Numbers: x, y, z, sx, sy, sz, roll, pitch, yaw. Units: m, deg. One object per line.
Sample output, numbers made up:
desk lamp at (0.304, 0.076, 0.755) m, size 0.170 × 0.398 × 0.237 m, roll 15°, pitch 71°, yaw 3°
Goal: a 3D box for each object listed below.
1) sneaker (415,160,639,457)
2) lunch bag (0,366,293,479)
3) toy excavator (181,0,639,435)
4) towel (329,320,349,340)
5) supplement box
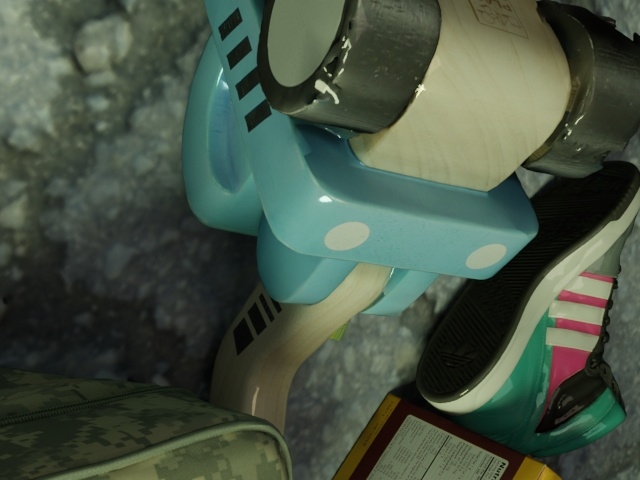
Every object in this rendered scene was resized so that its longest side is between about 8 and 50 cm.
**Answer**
sneaker at (0.230, 0.082, 0.842) m, size 0.295 × 0.124 × 0.178 m, roll -49°, pitch 119°, yaw -17°
lunch bag at (-0.169, 0.230, 0.537) m, size 0.213 × 0.256 × 0.305 m, roll -7°, pitch 101°, yaw -42°
toy excavator at (0.000, 0.000, 0.641) m, size 0.222 × 0.445 × 0.432 m, roll 7°, pitch 50°, yaw -32°
towel at (0.009, 0.039, 0.763) m, size 0.060 × 0.009 × 0.083 m, roll 20°, pitch 87°, yaw -34°
supplement box at (0.137, 0.253, 0.768) m, size 0.191 × 0.194 × 0.129 m, roll 42°, pitch 75°, yaw -30°
